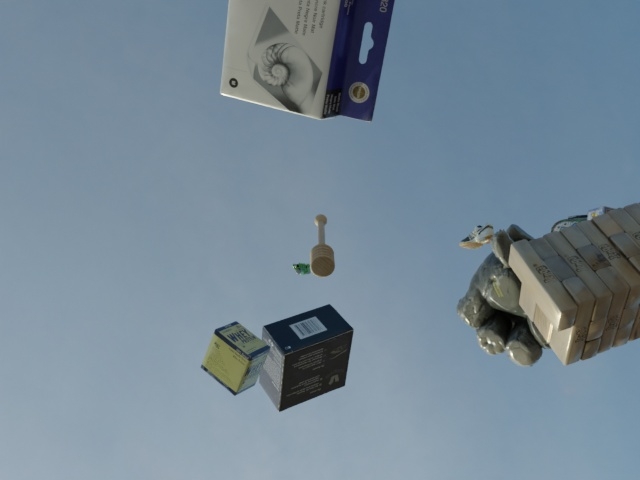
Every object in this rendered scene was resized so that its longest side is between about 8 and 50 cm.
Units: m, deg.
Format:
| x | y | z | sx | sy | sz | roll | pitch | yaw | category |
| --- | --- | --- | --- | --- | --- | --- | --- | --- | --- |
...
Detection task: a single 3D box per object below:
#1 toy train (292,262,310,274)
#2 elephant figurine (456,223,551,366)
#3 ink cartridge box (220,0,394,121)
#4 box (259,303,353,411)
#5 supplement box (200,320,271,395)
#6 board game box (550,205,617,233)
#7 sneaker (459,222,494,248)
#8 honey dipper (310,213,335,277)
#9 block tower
| x | y | z | sx | sy | sz | roll | pitch | yaw | category |
| --- | --- | --- | --- | --- | --- | --- | --- | --- | --- |
| -0.038 | 0.059 | 1.487 | 0.017 | 0.083 | 0.023 | -11 | -96 | 15 | toy train |
| 0.309 | 0.054 | 1.022 | 0.169 | 0.186 | 0.239 | 47 | -133 | 11 | elephant figurine |
| -0.021 | -0.284 | 0.987 | 0.224 | 0.045 | 0.223 | 14 | -64 | 11 | ink cartridge box |
| -0.030 | 0.228 | 1.406 | 0.156 | 0.093 | 0.158 | -15 | -50 | -29 | box |
| -0.142 | 0.195 | 1.200 | 0.056 | 0.083 | 0.083 | -17 | -45 | -56 | supplement box |
| 0.610 | -0.028 | 1.560 | 0.194 | 0.194 | 0.060 | 12 | -99 | -43 | board game box |
| 0.293 | -0.009 | 1.341 | 0.032 | 0.083 | 0.036 | 17 | -113 | -29 | sneaker |
| 0.000 | 0.000 | 0.927 | 0.031 | 0.160 | 0.030 | -1 | -67 | -2 | honey dipper |
| 0.347 | 0.012 | 0.680 | 0.336 | 0.091 | 0.097 | -17 | -46 | -9 | block tower |
